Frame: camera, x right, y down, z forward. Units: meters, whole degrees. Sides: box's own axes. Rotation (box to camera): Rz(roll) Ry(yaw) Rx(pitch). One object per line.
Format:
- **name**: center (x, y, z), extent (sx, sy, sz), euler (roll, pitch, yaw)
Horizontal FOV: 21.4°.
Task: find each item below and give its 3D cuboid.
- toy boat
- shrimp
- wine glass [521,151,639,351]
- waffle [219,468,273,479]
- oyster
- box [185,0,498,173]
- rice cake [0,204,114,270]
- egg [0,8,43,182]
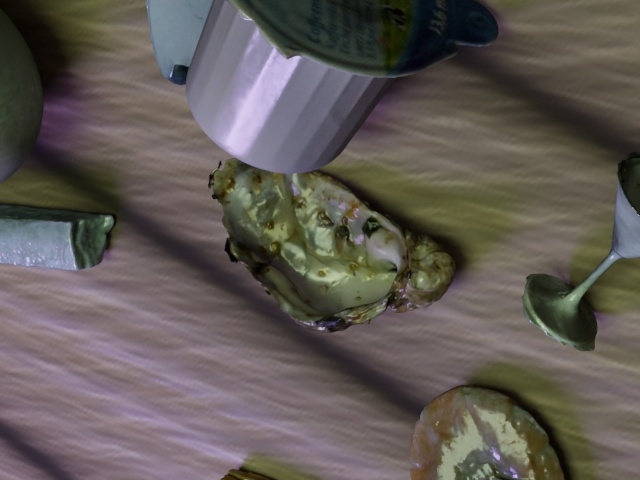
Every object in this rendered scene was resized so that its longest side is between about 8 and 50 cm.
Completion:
- **toy boat**: center (-0.122, -0.261, 1.826), extent (0.134, 0.079, 0.207), euler (17, 122, 37)
- **shrimp**: center (0.191, 0.303, 1.756), extent (0.168, 0.077, 0.317), euler (-21, 87, 33)
- **wine glass**: center (0.276, 0.018, 1.603), extent (0.122, 0.122, 0.183), euler (49, 126, 13)
- **waffle**: center (-0.075, 0.347, 1.959), extent (0.102, 0.042, 0.148), euler (16, 110, 29)
- **oyster**: center (0.005, -0.003, 1.802), extent (0.294, 0.094, 0.166), euler (46, 104, 27)
- **box**: center (0.002, -0.192, 1.687), extent (0.206, 0.291, 0.262), euler (124, 152, -45)
- **rice cake**: center (-0.344, -0.003, 2.033), extent (0.206, 0.063, 0.069), euler (7, 108, 32)
- **egg**: center (-0.473, -0.192, 1.951), extent (0.352, 0.258, 0.258), euler (37, 120, 16)
